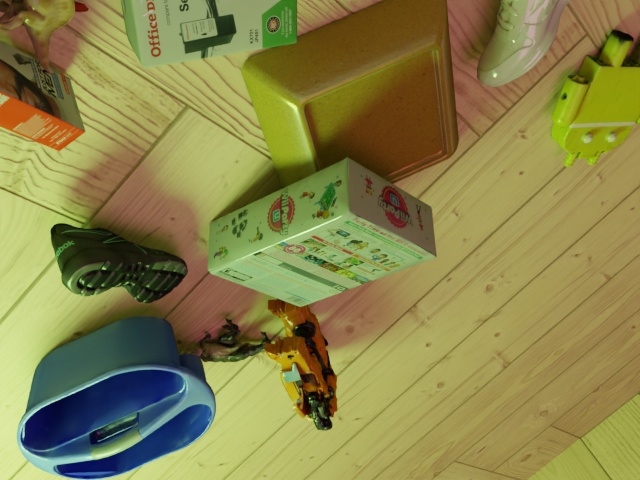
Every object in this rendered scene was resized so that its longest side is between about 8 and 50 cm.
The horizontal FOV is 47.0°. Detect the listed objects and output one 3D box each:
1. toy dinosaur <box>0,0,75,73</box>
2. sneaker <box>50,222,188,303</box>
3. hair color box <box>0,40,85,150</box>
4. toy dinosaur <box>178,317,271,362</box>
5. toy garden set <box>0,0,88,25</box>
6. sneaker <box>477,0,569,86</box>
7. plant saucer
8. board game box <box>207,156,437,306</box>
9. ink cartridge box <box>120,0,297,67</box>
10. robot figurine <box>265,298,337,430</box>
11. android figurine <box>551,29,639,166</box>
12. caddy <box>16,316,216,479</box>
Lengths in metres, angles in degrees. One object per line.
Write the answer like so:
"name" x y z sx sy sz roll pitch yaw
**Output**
"toy dinosaur" -0.325 -0.254 0.828 0.092 0.053 0.183 -7 138 -32
"sneaker" -0.307 0.027 1.147 0.101 0.106 0.267 -47 156 10
"hair color box" -0.366 -0.180 0.874 0.053 0.093 0.167 -32 155 19
"toy dinosaur" -0.159 0.206 1.420 0.268 0.064 0.118 5 144 -30
"toy garden set" -0.359 -0.325 0.807 0.244 0.049 0.204 -4 137 -33
"sneaker" 0.311 -0.381 1.108 0.152 0.114 0.305 21 115 -25
"plant saucer" 0.080 -0.192 1.160 0.333 0.081 0.333 -25 137 -6
"board game box" 0.000 0.000 1.195 0.303 0.097 0.224 -21 148 36
"ink cartridge box" -0.139 -0.313 0.912 0.208 0.087 0.153 -14 135 -16
"robot figurine" -0.030 0.244 1.446 0.085 0.211 0.291 -9 135 10
"android figurine" 0.537 -0.256 1.377 0.248 0.056 0.273 -5 130 -26
"caddy" -0.347 0.290 1.268 0.341 0.179 0.241 -25 129 7
